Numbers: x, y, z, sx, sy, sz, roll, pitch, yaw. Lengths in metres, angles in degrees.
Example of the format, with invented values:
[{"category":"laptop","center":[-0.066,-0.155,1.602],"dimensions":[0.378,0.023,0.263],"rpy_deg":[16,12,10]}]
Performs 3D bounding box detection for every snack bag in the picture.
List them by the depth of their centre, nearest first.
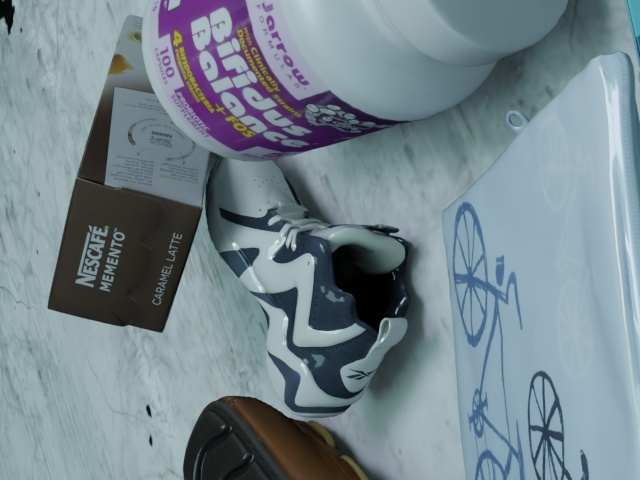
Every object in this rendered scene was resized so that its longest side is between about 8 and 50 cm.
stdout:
[{"category":"snack bag","center":[0.126,0.091,0.675],"dimensions":[0.342,0.037,0.323],"rpy_deg":[117,150,-75]}]

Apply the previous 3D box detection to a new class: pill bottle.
[{"category":"pill bottle","center":[0.016,-0.152,0.825],"dimensions":[0.301,0.169,0.169],"rpy_deg":[-10,87,58]}]

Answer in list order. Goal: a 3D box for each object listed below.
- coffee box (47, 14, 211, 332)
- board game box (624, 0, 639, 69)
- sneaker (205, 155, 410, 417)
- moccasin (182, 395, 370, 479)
[{"category":"coffee box","center":[-0.148,-0.061,1.065],"dimensions":[0.246,0.098,0.141],"rpy_deg":[-88,15,-52]},{"category":"board game box","center":[0.281,-0.082,0.507],"dimensions":[0.336,0.079,0.254],"rpy_deg":[-20,79,57]},{"category":"sneaker","center":[0.000,0.000,0.957],"dimensions":[0.153,0.094,0.235],"rpy_deg":[-44,51,42]},{"category":"moccasin","center":[0.028,0.255,0.930],"dimensions":[0.380,0.147,0.139],"rpy_deg":[40,114,52]}]
